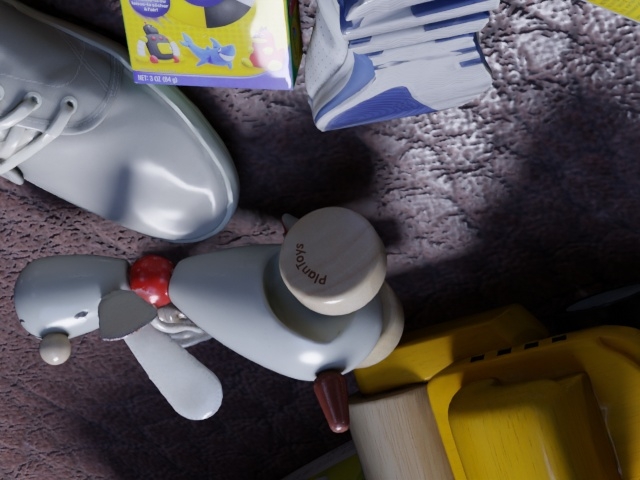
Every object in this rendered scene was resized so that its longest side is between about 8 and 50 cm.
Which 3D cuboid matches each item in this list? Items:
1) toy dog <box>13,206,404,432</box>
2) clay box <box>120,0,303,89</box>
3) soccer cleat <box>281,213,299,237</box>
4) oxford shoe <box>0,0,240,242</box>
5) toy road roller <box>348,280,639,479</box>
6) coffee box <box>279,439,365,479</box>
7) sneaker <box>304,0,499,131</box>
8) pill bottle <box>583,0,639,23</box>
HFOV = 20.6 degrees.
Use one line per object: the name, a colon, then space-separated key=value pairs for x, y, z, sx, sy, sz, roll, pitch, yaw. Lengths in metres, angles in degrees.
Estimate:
toy dog: x=-0.082 y=0.084 z=1.435 sx=0.333 sy=0.161 sz=0.220 roll=-14 pitch=150 yaw=32
clay box: x=-0.085 y=-0.211 z=1.276 sx=0.127 sy=0.053 sz=0.222 roll=3 pitch=135 yaw=9
soccer cleat: x=0.000 y=0.000 z=1.486 sx=0.035 sy=0.029 sz=0.083 roll=-31 pitch=125 yaw=26
oxford shoe: x=-0.257 y=-0.114 z=1.358 sx=0.449 sy=0.130 sz=0.169 roll=36 pitch=127 yaw=-25
toy road roller: x=0.152 y=0.169 z=1.431 sx=0.329 sy=0.240 sz=0.202 roll=-16 pitch=93 yaw=29
coffee box: x=0.005 y=0.441 z=1.644 sx=0.337 sy=0.334 sz=0.338 roll=-35 pitch=101 yaw=36
sneaker: x=0.047 y=-0.199 z=1.211 sx=0.127 sy=0.182 sz=0.315 roll=-10 pitch=166 yaw=-6
pill bottle: x=0.222 y=-0.203 z=1.170 sx=0.208 sy=0.119 sz=0.119 roll=20 pitch=135 yaw=-8
